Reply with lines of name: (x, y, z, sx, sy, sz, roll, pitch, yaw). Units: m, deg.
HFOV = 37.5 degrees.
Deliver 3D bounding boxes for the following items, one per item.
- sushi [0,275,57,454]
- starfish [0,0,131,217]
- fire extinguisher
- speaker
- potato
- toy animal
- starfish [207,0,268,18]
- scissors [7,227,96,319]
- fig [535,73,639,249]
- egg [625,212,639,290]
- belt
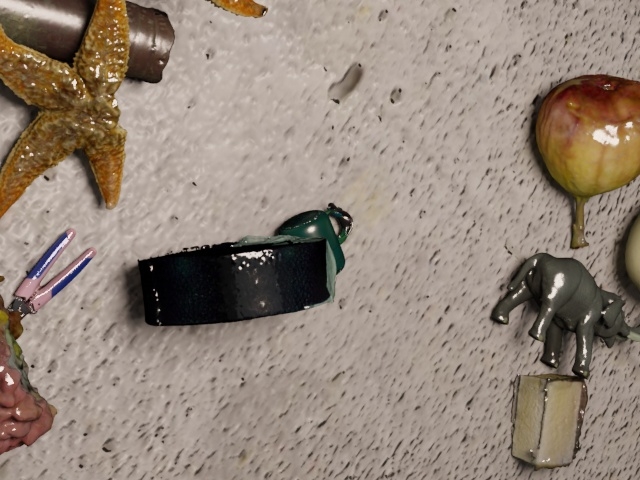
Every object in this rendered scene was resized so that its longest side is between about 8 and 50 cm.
sushi: (-0.340, 0.068, 0.756, 0.170, 0.236, 0.270, -24, 105, -14)
starfish: (-0.244, -0.132, 0.860, 0.138, 0.050, 0.248, -7, 119, -23)
fire extinguisher: (-0.264, -0.210, 0.858, 0.267, 0.089, 0.072, 10, 75, -31)
speaker: (-0.003, 0.000, 1.053, 0.094, 0.060, 0.075, -47, 120, -58)
potato: (0.295, 0.234, 1.233, 0.086, 0.061, 0.122, 5, 94, -30)
toy animal: (0.341, 0.108, 1.238, 0.269, 0.082, 0.137, 29, 80, -28)
starfish: (-0.138, -0.380, 0.863, 0.301, 0.084, 0.294, 20, 79, 11)
scissors: (-0.267, 0.040, 0.918, 0.039, 0.012, 0.113, 47, 71, -24)
fig: (0.345, -0.096, 1.196, 0.160, 0.143, 0.231, 9, 97, 0)
egg: (0.525, 0.003, 1.277, 0.253, 0.188, 0.189, -17, 102, -23)
belt: (-0.080, 0.039, 0.948, 0.198, 0.151, 0.078, -8, 95, -13)
